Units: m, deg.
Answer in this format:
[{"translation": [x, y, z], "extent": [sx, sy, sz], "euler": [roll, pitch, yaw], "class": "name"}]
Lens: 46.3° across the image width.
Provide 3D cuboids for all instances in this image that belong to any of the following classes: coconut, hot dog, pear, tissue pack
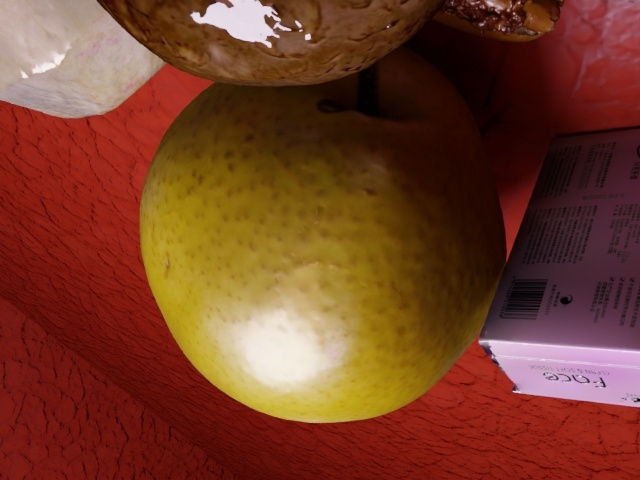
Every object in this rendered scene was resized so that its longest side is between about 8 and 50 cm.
[{"translation": [-0.245, -0.246, 0.693], "extent": [0.259, 0.259, 0.259], "euler": [21, 149, 13], "class": "coconut"}, {"translation": [0.077, -0.227, 0.606], "extent": [0.249, 0.076, 0.102], "euler": [27, 153, 1], "class": "hot dog"}, {"translation": [0.000, 0.000, 0.741], "extent": [0.363, 0.362, 0.418], "euler": [27, 146, 2], "class": "pear"}, {"translation": [0.256, 0.017, 0.659], "extent": [0.149, 0.246, 0.092], "euler": [-1, 139, 41], "class": "tissue pack"}]

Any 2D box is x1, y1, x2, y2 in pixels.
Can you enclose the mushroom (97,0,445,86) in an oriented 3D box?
[{"translation": [-0.041, -0.263, 0.472], "extent": [0.345, 0.239, 0.345], "euler": [23, 146, 17], "class": "mushroom"}]
